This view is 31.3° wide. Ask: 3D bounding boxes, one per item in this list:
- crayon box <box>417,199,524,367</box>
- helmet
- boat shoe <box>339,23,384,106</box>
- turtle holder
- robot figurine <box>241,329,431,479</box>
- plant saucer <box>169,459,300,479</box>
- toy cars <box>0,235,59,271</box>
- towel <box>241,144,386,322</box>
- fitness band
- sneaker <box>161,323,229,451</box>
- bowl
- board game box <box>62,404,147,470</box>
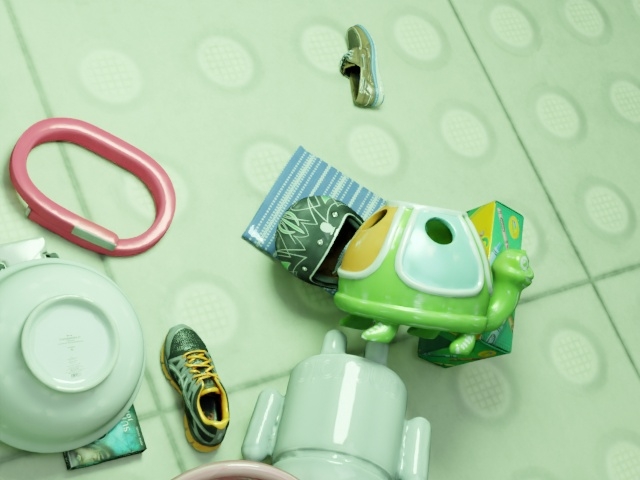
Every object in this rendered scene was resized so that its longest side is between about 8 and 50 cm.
[{"bbox_3d":[0.276,0.082,2.090,0.081,0.165,0.278,26,61,-30],"label":"crayon box"},{"bbox_3d":[0.000,0.000,1.977,0.161,0.169,0.169,28,53,-35],"label":"helmet"},{"bbox_3d":[0.078,-0.358,2.310,0.066,0.066,0.183,-4,66,-28],"label":"boat shoe"},{"bbox_3d":[0.190,0.059,1.872,0.320,0.243,0.227,9,91,8],"label":"turtle holder"},{"bbox_3d":[0.028,0.322,1.833,0.300,0.199,0.353,7,57,6],"label":"robot figurine"},{"bbox_3d":[-0.131,0.479,1.662,0.332,0.084,0.332,-1,94,-9],"label":"plant saucer"},{"bbox_3d":[-0.535,0.034,1.765,0.394,0.087,0.176,37,63,-10],"label":"toy cars"},{"bbox_3d":[0.044,-0.003,2.126,0.336,0.040,0.243,33,56,-6],"label":"towel"},{"bbox_3d":[-0.385,-0.091,1.933,0.291,0.054,0.209,29,52,-13],"label":"fitness band"},{"bbox_3d":[-0.192,0.228,1.840,0.084,0.083,0.214,-11,69,-30],"label":"sneaker"},{"bbox_3d":[-0.382,0.158,1.675,0.298,0.134,0.297,6,75,-24],"label":"bowl"},{"bbox_3d":[-0.356,0.254,1.773,0.126,0.026,0.186,-10,69,-32],"label":"board game box"}]
